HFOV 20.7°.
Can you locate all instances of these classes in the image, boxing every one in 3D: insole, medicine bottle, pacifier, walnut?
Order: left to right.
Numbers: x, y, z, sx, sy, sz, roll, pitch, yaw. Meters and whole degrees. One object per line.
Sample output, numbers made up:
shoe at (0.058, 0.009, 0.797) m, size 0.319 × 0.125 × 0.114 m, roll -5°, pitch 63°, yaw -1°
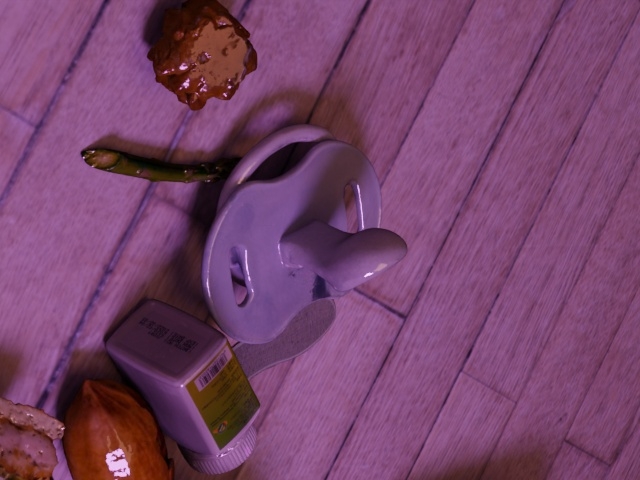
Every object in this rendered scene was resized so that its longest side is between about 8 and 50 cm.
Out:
walnut at (-0.219, 0.228, 1.889) m, size 0.116 × 0.115 × 0.207 m, roll -40°, pitch 127°, yaw -29°
medicine bottle at (-0.140, 0.168, 1.921) m, size 0.088 × 0.132 × 0.188 m, roll -47°, pitch 138°, yaw -24°
insole at (-0.061, 0.126, 2.091) m, size 0.232 × 0.003 × 0.080 m, roll -31°, pitch 129°, yaw -36°
pacifier at (0.000, 0.000, 1.937) m, size 0.279 × 0.207 × 0.227 m, roll -31°, pitch 128°, yaw -36°

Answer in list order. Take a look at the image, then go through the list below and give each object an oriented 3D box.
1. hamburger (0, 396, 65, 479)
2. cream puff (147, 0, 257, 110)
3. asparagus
hamburger at (-0.374, 0.205, 1.679) m, size 0.262 × 0.131 × 0.124 m, roll 29°, pitch 51°, yaw -46°
cream puff at (-0.122, -0.196, 1.805) m, size 0.122 × 0.094 × 0.116 m, roll -10°, pitch 114°, yaw -20°
asparagus at (-0.158, -0.078, 1.864) m, size 0.236 × 0.027 × 0.034 m, roll 2°, pitch 92°, yaw -49°
